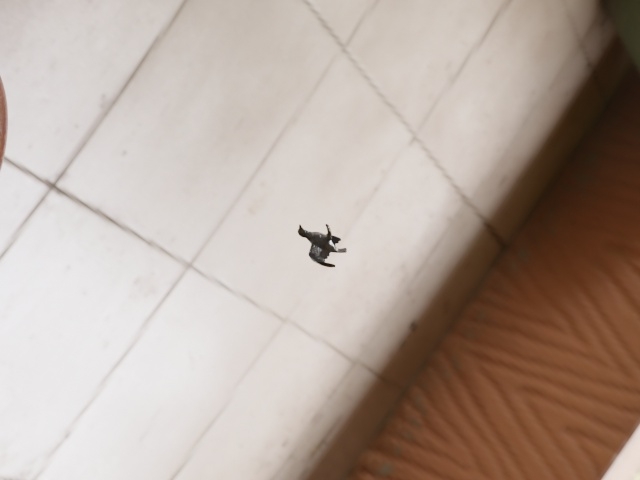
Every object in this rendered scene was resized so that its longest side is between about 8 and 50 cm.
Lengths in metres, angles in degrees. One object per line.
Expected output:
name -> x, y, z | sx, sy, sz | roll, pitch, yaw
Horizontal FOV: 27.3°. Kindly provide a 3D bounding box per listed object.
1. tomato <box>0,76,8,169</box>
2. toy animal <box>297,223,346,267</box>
tomato -> -0.282, -0.066, 0.796 | 0.195, 0.195, 0.136 | -58, 176, 6
toy animal -> 0.001, -0.001, 1.271 | 0.028, 0.050, 0.084 | -36, -170, 13
